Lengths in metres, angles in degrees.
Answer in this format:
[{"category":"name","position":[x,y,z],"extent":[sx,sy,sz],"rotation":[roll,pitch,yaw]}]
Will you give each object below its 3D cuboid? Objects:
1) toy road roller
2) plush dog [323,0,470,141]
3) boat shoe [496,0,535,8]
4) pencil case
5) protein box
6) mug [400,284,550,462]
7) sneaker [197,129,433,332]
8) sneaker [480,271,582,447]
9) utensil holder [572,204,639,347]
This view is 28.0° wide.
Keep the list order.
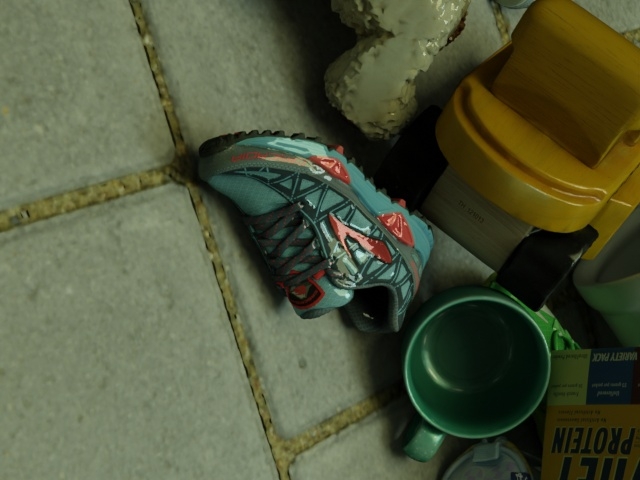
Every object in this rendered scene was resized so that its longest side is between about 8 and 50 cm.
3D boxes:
[{"category":"toy road roller","position":[0.227,-0.114,1.182],"extent":[0.202,0.240,0.329],"rotation":[39,40,9]},{"category":"plush dog","position":[0.068,-0.258,1.162],"extent":[0.262,0.211,0.225],"rotation":[56,21,-23]},{"category":"boat shoe","position":[0.211,-0.363,1.397],"extent":[0.081,0.079,0.227],"rotation":[-9,92,-55]},{"category":"pencil case","position":[0.228,0.289,1.228],"extent":[0.273,0.113,0.124],"rotation":[35,39,-35]},{"category":"protein box","position":[0.307,0.213,1.137],"extent":[0.200,0.136,0.201],"rotation":[21,70,-41]},{"category":"mug","position":[0.125,0.111,1.168],"extent":[0.097,0.158,0.129],"rotation":[-83,147,-82]},{"category":"sneaker","position":[0.000,0.000,1.071],"extent":[0.262,0.104,0.125],"rotation":[30,62,-37]},{"category":"sneaker","position":[0.253,0.139,1.280],"extent":[0.295,0.124,0.109],"rotation":[53,49,-22]},{"category":"utensil holder","position":[0.509,0.111,1.349],"extent":[0.385,0.328,0.327],"rotation":[55,47,-4]}]
